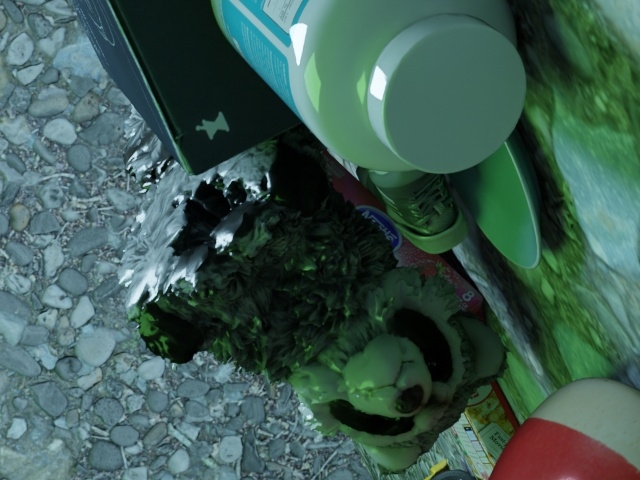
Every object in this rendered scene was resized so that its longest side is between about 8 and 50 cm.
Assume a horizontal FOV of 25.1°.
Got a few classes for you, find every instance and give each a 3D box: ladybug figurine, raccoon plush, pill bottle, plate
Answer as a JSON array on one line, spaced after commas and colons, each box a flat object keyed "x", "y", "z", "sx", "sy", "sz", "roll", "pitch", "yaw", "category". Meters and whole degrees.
[{"x": 0.212, "y": 0.259, "z": 1.026, "sx": 0.305, "sy": 0.162, "sz": 0.449, "roll": 60, "pitch": 172, "yaw": 22, "category": "ladybug figurine"}, {"x": 0.000, "y": 0.000, "z": 1.296, "sx": 0.299, "sy": 0.216, "sz": 0.446, "roll": 35, "pitch": -153, "yaw": -29, "category": "raccoon plush"}, {"x": 0.031, "y": -0.136, "z": 0.925, "sx": 0.264, "sy": 0.146, "sz": 0.146, "roll": 52, "pitch": 167, "yaw": 55, "category": "pill bottle"}, {"x": 0.118, "y": -0.066, "z": 1.046, "sx": 0.188, "sy": 0.024, "sz": 0.188, "roll": 60, "pitch": 171, "yaw": 16, "category": "plate"}]

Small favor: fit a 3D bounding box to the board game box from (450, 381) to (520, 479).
[{"x": 0.163, "y": 0.183, "z": 1.520, "sx": 0.193, "sy": 0.045, "sz": 0.147, "roll": 62, "pitch": 172, "yaw": 1, "category": "board game box"}]

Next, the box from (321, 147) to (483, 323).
[{"x": 0.034, "y": 0.038, "z": 1.416, "sx": 0.257, "sy": 0.123, "sz": 0.128, "roll": 44, "pitch": 165, "yaw": 25, "category": "box"}]

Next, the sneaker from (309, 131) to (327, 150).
[{"x": -0.055, "y": -0.191, "z": 1.560, "sx": 0.283, "sy": 0.110, "sz": 0.122, "roll": 38, "pitch": 143, "yaw": 56, "category": "sneaker"}]

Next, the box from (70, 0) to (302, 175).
[{"x": -0.119, "y": -0.272, "z": 1.200, "sx": 0.293, "sy": 0.212, "sz": 0.395, "roll": 67, "pitch": 172, "yaw": -25, "category": "box"}]

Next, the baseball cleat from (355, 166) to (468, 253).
[{"x": 0.081, "y": -0.042, "z": 1.090, "sx": 0.109, "sy": 0.072, "sz": 0.206, "roll": 51, "pitch": 180, "yaw": -5, "category": "baseball cleat"}]

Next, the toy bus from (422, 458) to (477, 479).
[{"x": 0.147, "y": 0.425, "z": 1.852, "sx": 0.220, "sy": 0.211, "sz": 0.149, "roll": 53, "pitch": 166, "yaw": 44, "category": "toy bus"}]
